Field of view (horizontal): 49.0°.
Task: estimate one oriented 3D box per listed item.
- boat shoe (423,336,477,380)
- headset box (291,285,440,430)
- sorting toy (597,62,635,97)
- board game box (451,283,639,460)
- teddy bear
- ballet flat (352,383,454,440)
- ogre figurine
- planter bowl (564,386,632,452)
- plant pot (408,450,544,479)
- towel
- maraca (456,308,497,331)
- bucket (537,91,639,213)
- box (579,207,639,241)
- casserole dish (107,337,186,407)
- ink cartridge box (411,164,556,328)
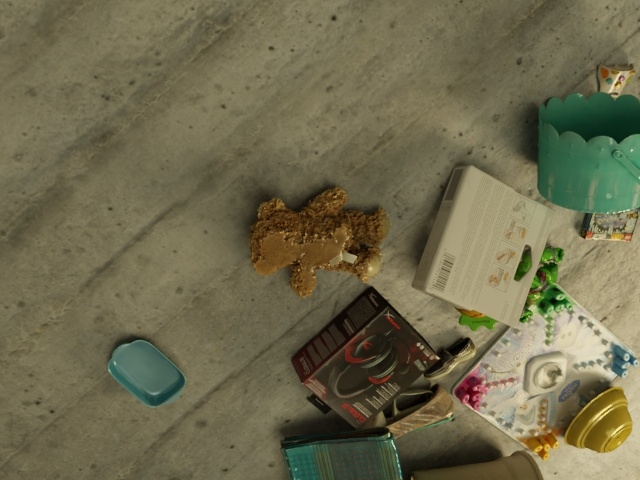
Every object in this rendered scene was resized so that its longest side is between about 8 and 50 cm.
[{"bbox_3d":[0.314,0.290,1.739,0.152,0.056,0.049,-31,112,-12],"label":"boat shoe"},{"bbox_3d":[0.093,0.287,1.639,0.293,0.110,0.218,-42,118,4],"label":"headset box"},{"bbox_3d":[0.665,-0.356,1.585,0.083,0.044,0.075,-6,132,-13],"label":"sorting toy"},{"bbox_3d":[0.600,0.358,1.847,0.390,0.050,0.390,37,98,-25],"label":"board game box"},{"bbox_3d":[0.000,0.000,1.513,0.338,0.113,0.245,-12,122,-19],"label":"teddy bear"},{"bbox_3d":[0.177,0.440,1.745,0.316,0.107,0.106,-21,96,-13],"label":"ballet flat"},{"bbox_3d":[0.504,0.092,1.688,0.118,0.096,0.197,27,114,-35],"label":"ogre figurine"},{"bbox_3d":[0.769,0.504,1.891,0.217,0.090,0.217,-21,135,-23],"label":"planter bowl"},{"bbox_3d":[0.382,0.710,1.802,0.306,0.334,0.333,2,111,-6],"label":"plant pot"},{"bbox_3d":[0.070,0.626,1.682,0.272,0.040,0.370,-9,106,9],"label":"towel"},{"bbox_3d":[0.369,0.139,1.662,0.127,0.099,0.185,-6,119,21],"label":"maraca"},{"bbox_3d":[0.597,-0.191,1.507,0.281,0.281,0.183,-12,121,-11],"label":"bucket"},{"bbox_3d":[0.712,-0.046,1.726,0.137,0.027,0.093,2,112,-17],"label":"box"},{"bbox_3d":[-0.381,0.287,1.547,0.114,0.037,0.188,-39,116,2],"label":"casserole dish"},{"bbox_3d":[0.369,0.017,1.578,0.261,0.066,0.296,24,82,-22],"label":"ink cartridge box"}]
